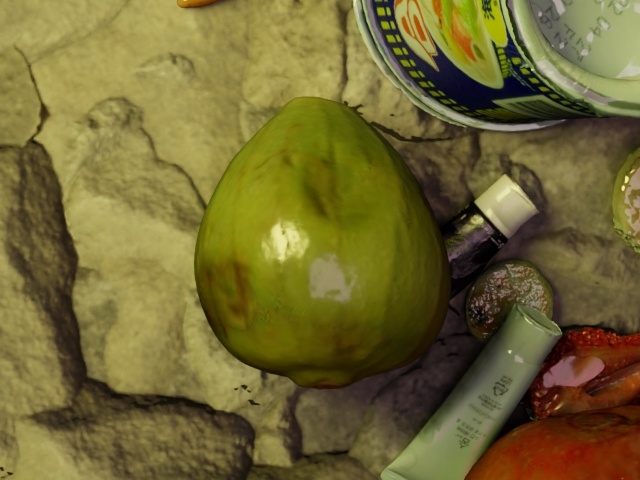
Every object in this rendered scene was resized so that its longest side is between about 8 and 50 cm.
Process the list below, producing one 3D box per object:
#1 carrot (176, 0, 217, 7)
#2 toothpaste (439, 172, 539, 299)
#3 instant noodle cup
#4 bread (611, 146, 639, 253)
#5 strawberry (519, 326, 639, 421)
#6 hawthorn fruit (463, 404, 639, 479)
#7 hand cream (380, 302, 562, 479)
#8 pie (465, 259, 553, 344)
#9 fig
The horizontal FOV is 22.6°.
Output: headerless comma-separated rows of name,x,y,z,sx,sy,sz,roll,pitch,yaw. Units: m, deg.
carrot,-0.057,-0.232,1.311,0.142,0.035,0.035,-39,104,3
toothpaste,0.104,0.024,1.383,0.193,0.045,0.071,-41,104,5
instant noodle cup,0.188,-0.202,1.215,0.284,0.312,0.284,-2,100,-9
bread,0.402,-0.015,1.418,0.286,0.056,0.207,42,94,-14
strawberry,0.248,0.127,1.423,0.152,0.048,0.104,-21,107,-2
hawthorn fruit,0.247,0.237,1.342,0.261,0.224,0.224,-36,105,10
hand cream,0.138,0.149,1.401,0.078,0.050,0.205,29,107,-10
pie,0.168,0.057,1.410,0.085,0.017,0.085,-1,100,-7
fig,-0.006,0.005,1.273,0.207,0.207,0.230,-19,97,-6
